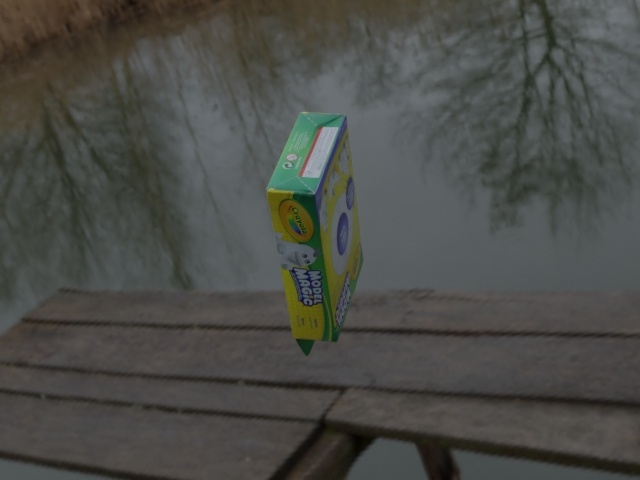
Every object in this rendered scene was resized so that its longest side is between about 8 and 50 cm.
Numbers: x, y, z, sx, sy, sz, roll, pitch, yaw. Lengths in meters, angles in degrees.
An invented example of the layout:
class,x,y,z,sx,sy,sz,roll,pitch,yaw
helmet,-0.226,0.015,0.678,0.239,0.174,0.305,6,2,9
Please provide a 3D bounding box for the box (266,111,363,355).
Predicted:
class,x,y,z,sx,sy,sz,roll,pitch,yaw
box,0.000,0.000,0.847,0.043,0.179,0.105,6,43,13
